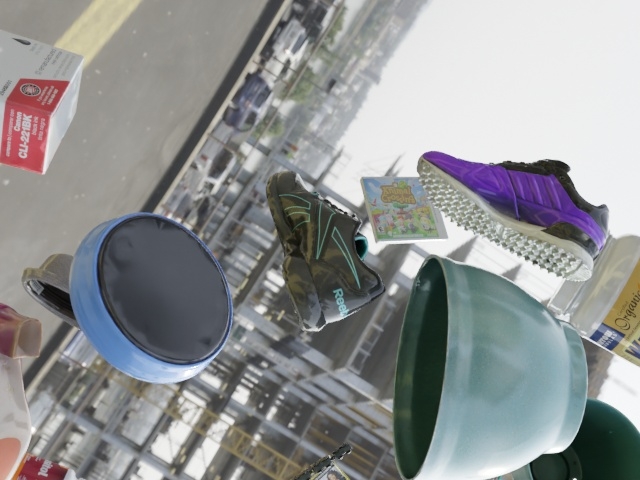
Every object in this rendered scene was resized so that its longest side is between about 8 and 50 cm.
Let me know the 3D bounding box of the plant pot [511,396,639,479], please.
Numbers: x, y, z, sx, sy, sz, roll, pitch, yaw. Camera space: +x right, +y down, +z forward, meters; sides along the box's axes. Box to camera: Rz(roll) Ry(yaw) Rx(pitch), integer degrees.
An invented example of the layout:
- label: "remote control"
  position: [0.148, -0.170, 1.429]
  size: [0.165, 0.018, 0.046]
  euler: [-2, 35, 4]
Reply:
- label: "plant pot"
  position: [0.591, 0.539, 1.541]
  size: [0.293, 0.293, 0.235]
  euler: [-59, 174, -22]

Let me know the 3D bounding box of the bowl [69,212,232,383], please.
- label: "bowl"
  position: [-0.351, 0.114, 1.408]
  size: [0.077, 0.391, 0.391]
  euler: [-30, -161, 31]

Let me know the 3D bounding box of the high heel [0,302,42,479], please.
- label: "high heel"
  position: [-0.643, 0.308, 1.227]
  size: [0.127, 0.181, 0.377]
  euler: [29, 73, -59]

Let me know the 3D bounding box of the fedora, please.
- label: "fedora"
  position: [-0.666, 0.131, 1.752]
  size: [0.243, 0.275, 0.124]
  euler: [-30, -152, 51]

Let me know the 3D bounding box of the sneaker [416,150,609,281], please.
- label: "sneaker"
  position: [0.289, -0.071, 0.953]
  size: [0.146, 0.293, 0.102]
  euler: [-54, 168, -15]

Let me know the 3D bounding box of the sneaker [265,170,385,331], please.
- label: "sneaker"
  position: [0.000, 0.000, 0.788]
  size: [0.267, 0.106, 0.101]
  euler: [-108, 180, -47]

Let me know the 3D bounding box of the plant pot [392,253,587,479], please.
- label: "plant pot"
  position: [0.220, 0.177, 0.846]
  size: [0.293, 0.196, 0.293]
  euler: [-171, -90, -87]

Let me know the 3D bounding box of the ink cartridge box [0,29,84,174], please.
- label: "ink cartridge box"
  position: [-0.517, -0.229, 0.951]
  size: [0.197, 0.272, 0.114]
  euler: [-94, -156, -50]

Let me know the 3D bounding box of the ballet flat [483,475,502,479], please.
- label: "ballet flat"
  position: [0.381, 0.369, 1.359]
  size: [0.281, 0.096, 0.095]
  euler: [-65, 160, -6]

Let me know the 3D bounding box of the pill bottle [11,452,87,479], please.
- label: "pill bottle"
  position: [-0.566, 0.503, 1.329]
  size: [0.086, 0.152, 0.086]
  euler: [-58, -166, 24]

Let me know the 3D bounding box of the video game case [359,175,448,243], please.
- label: "video game case"
  position: [0.222, -0.083, 1.703]
  size: [0.023, 0.212, 0.193]
  euler: [125, -42, -57]

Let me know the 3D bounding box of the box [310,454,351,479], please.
- label: "box"
  position: [0.067, 0.673, 1.663]
  size: [0.087, 0.232, 0.058]
  euler: [-40, -174, -5]

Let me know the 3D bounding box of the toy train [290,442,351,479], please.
- label: "toy train"
  position: [-0.001, 0.497, 1.424]
  size: [0.158, 0.027, 0.036]
  euler: [-30, 175, -16]

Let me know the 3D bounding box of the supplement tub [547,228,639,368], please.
- label: "supplement tub"
  position: [0.628, 0.125, 1.236]
  size: [0.228, 0.316, 0.228]
  euler: [-51, 160, -27]
